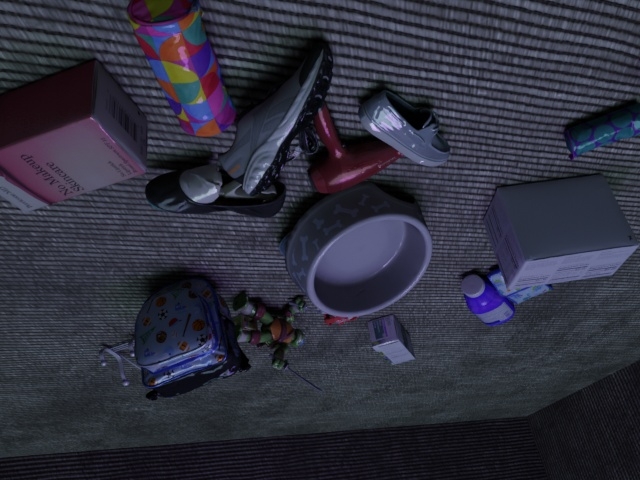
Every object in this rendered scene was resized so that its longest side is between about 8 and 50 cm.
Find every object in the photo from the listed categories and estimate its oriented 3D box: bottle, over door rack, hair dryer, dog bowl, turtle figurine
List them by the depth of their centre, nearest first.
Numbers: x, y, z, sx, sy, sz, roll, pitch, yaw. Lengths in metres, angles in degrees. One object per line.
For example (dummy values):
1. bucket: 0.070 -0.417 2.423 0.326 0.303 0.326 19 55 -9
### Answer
1. hair dryer: 0.022 -0.172 1.046 0.294 0.080 0.223 4 145 -22
2. dog bowl: 0.098 0.036 1.288 0.349 0.102 0.348 -14 132 -15
3. turtle figurine: -0.108 0.251 1.585 0.266 0.275 0.197 24 98 -35
4. bottle: 0.513 0.183 1.745 0.118 0.092 0.283 -28 144 21
5. over door rack: -0.495 0.391 1.779 0.240 0.108 0.324 -19 148 15

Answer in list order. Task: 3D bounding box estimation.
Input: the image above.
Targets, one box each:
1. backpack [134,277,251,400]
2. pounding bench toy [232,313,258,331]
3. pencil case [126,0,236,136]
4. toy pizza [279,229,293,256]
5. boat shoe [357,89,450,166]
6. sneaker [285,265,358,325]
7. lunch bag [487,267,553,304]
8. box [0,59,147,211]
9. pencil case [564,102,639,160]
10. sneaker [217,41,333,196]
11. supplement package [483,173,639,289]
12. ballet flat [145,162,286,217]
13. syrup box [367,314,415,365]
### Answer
1. backpack: -0.344 0.229 1.416 0.277 0.263 0.213 -18 142 -1
2. pounding bench toy: -0.237 0.265 1.700 0.083 0.052 0.065 -31 143 31
3. pencil case: -0.193 -0.260 0.826 0.105 0.104 0.236 -10 149 -1
4. toy pizza: 0.000 0.000 1.358 0.202 0.032 0.201 -7 153 -3
5. boat shoe: 0.175 -0.206 1.034 0.228 0.079 0.081 20 142 -34
6. sneaker: 0.016 0.137 1.444 0.090 0.144 0.270 -18 157 29
7. lunch bag: 0.588 0.111 1.660 0.151 0.096 0.129 33 132 -30
8. box: -0.415 -0.159 0.894 0.233 0.126 0.148 -17 148 10
9. pencil case: 0.578 -0.220 1.142 0.152 0.064 0.070 -19 131 15
10. sneaker: -0.074 -0.204 0.908 0.271 0.108 0.100 -54 175 16
11. supplement package: 0.551 -0.021 1.321 0.262 0.203 0.145 -7 149 -5
12. ballet flat: -0.189 -0.103 1.086 0.281 0.095 0.096 1 153 -35
13. syrup box: 0.245 0.344 1.927 0.097 0.093 0.237 -19 147 15
